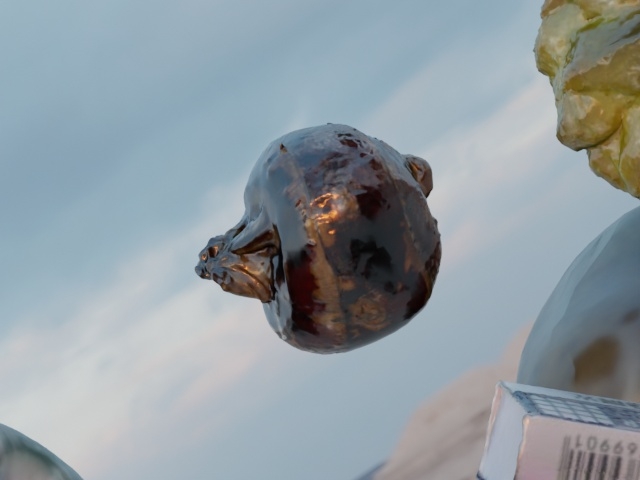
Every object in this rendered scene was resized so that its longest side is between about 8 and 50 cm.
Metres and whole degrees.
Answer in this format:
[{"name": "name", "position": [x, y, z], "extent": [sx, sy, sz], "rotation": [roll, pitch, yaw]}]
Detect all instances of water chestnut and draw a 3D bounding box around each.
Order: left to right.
[{"name": "water chestnut", "position": [0.000, 0.000, 1.796], "extent": [0.238, 0.224, 0.224], "rotation": [-11, -13, -16]}]

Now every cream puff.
[{"name": "cream puff", "position": [0.287, -0.137, 1.492], "extent": [0.244, 0.244, 0.196], "rotation": [-28, -37, -37]}]

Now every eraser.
[{"name": "eraser", "position": [0.277, 0.181, 1.487], "extent": [0.287, 0.086, 0.130], "rotation": [10, 4, -7]}]

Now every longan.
[{"name": "longan", "position": [0.371, 0.163, 1.985], "extent": [0.336, 0.405, 0.404], "rotation": [1, 3, 16]}]

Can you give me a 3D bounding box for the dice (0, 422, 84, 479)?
[{"name": "dice", "position": [-0.372, 0.380, 1.705], "extent": [0.330, 0.348, 0.328], "rotation": [-40, -21, 32]}]
